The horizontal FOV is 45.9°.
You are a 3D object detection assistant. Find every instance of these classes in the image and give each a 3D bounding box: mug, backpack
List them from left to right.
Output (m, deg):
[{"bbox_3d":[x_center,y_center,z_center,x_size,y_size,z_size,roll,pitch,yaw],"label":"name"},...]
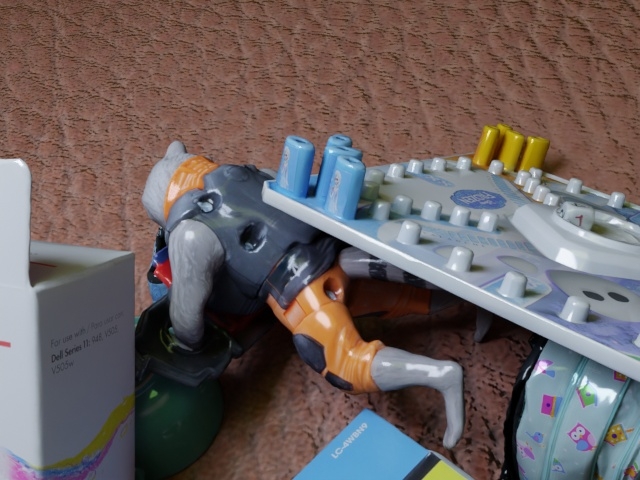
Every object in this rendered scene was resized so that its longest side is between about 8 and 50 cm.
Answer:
[{"bbox_3d":[-0.154,0.140,0.660,0.129,0.097,0.158,-26,48,-9],"label":"mug"},{"bbox_3d":[0.196,0.121,0.535,0.115,0.182,0.152,19,56,27],"label":"backpack"}]

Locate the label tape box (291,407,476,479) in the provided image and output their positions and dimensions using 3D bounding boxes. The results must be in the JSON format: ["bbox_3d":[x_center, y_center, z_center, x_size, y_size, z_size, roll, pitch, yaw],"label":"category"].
[{"bbox_3d":[0.074,0.296,0.455,0.249,0.115,0.348,-41,41,-21],"label":"label tape box"}]

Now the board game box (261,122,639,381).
[{"bbox_3d":[0.221,-0.010,0.583,0.390,0.050,0.390,26,23,31],"label":"board game box"}]

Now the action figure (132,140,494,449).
[{"bbox_3d":[0.000,0.000,0.659,0.330,0.178,0.341,25,38,9],"label":"action figure"}]

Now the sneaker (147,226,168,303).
[{"bbox_3d":[-0.135,0.000,0.793,0.063,0.073,0.162,3,51,17],"label":"sneaker"}]

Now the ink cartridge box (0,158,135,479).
[{"bbox_3d":[-0.249,0.106,0.551,0.207,0.353,0.119,7,12,19],"label":"ink cartridge box"}]
